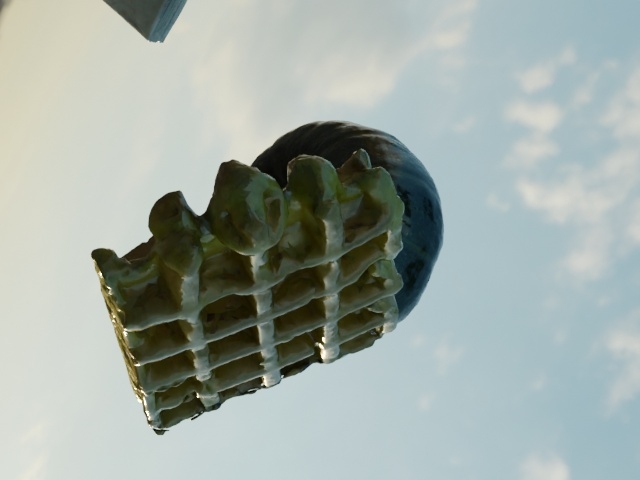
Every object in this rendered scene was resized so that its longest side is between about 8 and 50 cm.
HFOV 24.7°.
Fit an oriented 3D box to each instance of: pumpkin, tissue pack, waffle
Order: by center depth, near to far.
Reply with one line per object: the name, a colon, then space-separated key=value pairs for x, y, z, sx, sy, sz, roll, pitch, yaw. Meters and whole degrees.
waffle: x=-0.033 y=0.020 z=0.771 sx=0.211 sy=0.160 sz=0.055 roll=92 pitch=-26 yaw=-63
tissue pack: x=-0.128 y=-0.178 z=0.927 sx=0.023 sy=0.108 sz=0.056 roll=-16 pitch=145 yaw=-57
pumpkin: x=0.000 y=0.000 z=1.730 sx=0.300 sy=0.207 sz=0.300 roll=-23 pitch=-127 yaw=34
